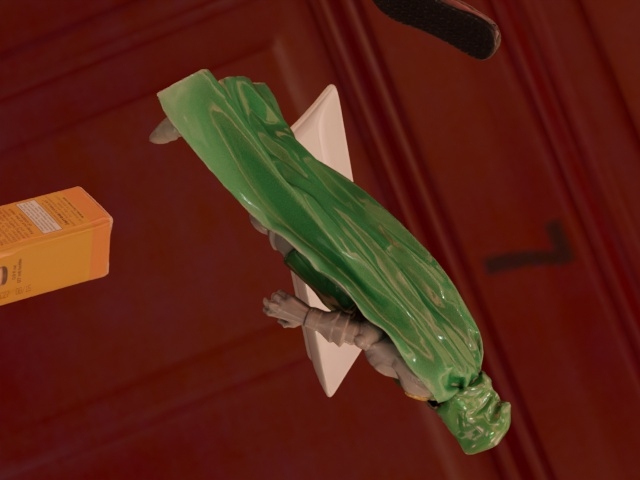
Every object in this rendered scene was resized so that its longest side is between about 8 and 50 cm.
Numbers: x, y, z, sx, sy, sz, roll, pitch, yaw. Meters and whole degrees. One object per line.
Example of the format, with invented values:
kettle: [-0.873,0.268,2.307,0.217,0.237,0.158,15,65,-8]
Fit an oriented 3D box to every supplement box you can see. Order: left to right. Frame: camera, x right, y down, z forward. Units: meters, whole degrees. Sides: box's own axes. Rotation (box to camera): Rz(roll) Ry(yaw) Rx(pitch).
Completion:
supplement box: [-0.329,0.017,1.556,0.080,0.233,0.078,40,-46,36]

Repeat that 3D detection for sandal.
sandal: [0.121,-0.254,1.659,0.179,0.040,0.067,34,-40,15]

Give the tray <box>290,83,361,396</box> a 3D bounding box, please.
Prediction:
tray: [0.000,0.000,1.480,0.145,0.030,0.270,-52,137,-53]

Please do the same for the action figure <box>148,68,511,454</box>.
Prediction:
action figure: [0.013,0.015,0.787,0.232,0.063,0.137,48,24,8]
